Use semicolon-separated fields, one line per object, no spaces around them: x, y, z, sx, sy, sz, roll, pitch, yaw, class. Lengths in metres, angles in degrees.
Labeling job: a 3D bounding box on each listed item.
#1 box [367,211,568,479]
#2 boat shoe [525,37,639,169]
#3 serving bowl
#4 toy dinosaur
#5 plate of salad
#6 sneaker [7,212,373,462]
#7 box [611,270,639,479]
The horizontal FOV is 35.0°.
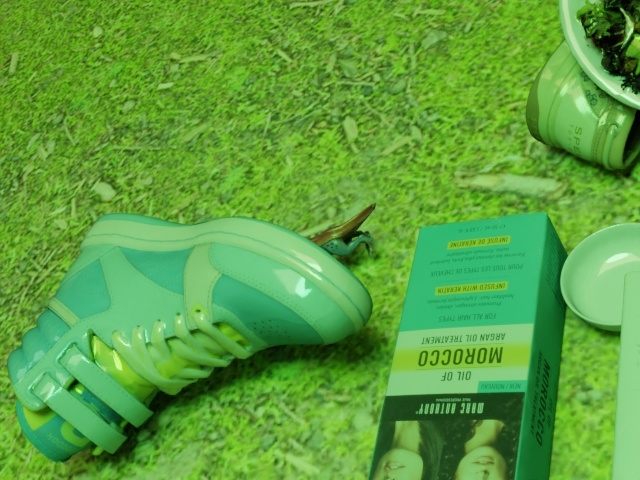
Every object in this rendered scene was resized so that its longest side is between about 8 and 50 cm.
0.100;0.098;0.674;0.101;0.060;0.244;-7;50;29;box
0.276;-0.176;0.779;0.089;0.104;0.285;35;88;38;boat shoe
0.207;0.029;0.688;0.083;0.027;0.083;-19;45;19;serving bowl
0.000;0.000;0.826;0.082;0.090;0.047;1;30;-5;toy dinosaur
0.265;-0.180;0.700;0.200;0.048;0.199;-5;75;19;plate of salad
-0.116;0.091;0.781;0.319;0.127;0.208;2;53;47;sneaker
0.214;0.116;0.531;0.091;0.130;0.170;-6;50;29;box
